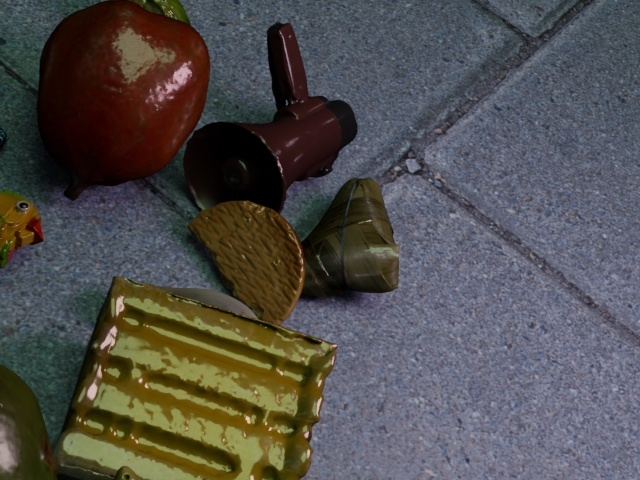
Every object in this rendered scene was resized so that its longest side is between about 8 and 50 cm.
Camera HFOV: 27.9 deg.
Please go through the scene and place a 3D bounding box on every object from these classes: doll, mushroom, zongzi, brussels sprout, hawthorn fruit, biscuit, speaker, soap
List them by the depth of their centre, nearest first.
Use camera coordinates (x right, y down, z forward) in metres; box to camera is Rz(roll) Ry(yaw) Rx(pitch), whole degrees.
[{"bbox_3d":[-0.171,0.235,1.737,0.335,0.156,0.293,18,62,-11],"label":"soap"},{"bbox_3d":[-0.492,-0.012,1.850,0.186,0.106,0.134,-25,56,-39],"label":"doll"},{"bbox_3d":[-0.200,0.111,1.897,0.225,0.093,0.116,28,67,-8],"label":"mushroom"},{"bbox_3d":[-0.101,0.021,2.002,0.224,0.144,0.033,49,7,18],"label":"biscuit"},{"bbox_3d":[-0.314,-0.232,2.004,0.295,0.295,0.311,28,42,-2],"label":"hawthorn fruit"},{"bbox_3d":[0.000,0.000,2.100,0.242,0.112,0.221,-9,42,-1],"label":"zongzi"},{"bbox_3d":[-0.086,-0.191,2.145,0.259,0.198,0.329,53,40,-7],"label":"speaker"},{"bbox_3d":[-0.289,-0.357,2.236,0.149,0.151,0.122,17,10,22],"label":"brussels sprout"}]

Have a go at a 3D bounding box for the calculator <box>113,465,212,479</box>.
[{"bbox_3d":[-0.209,0.405,1.593,0.157,0.033,0.236,10,88,-12],"label":"calculator"}]

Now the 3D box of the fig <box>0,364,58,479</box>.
[{"bbox_3d":[-0.466,0.288,1.495,0.316,0.316,0.316,14,48,-15],"label":"fig"}]

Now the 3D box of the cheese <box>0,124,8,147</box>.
[{"bbox_3d":[-0.617,-0.263,1.993,0.329,0.129,0.217,50,44,3],"label":"cheese"}]
